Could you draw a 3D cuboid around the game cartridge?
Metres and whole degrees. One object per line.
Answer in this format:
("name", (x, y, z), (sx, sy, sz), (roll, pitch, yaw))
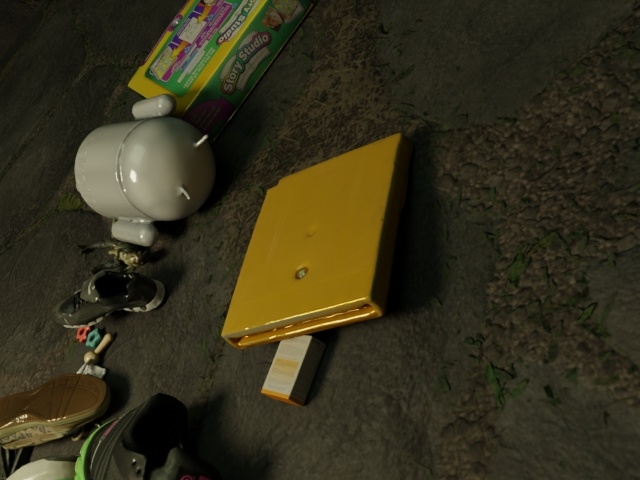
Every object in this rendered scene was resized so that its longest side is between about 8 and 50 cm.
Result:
("game cartridge", (0.000, 0.000, 1.235), (0.285, 0.052, 0.323), (-17, 42, 35))

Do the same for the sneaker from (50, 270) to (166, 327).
("sneaker", (-0.415, 0.102, 1.488), (0.235, 0.106, 0.078), (-13, 60, 15))

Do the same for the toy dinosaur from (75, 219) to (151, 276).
("toy dinosaur", (-0.429, 0.022, 1.636), (0.118, 0.064, 0.268), (-29, 33, -16))

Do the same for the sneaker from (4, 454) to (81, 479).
("sneaker", (-0.530, 0.511, 1.273), (0.410, 0.158, 0.182), (-33, 44, 4))

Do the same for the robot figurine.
("robot figurine", (-0.345, -0.138, 1.570), (0.354, 0.200, 0.299), (2, 86, 45))

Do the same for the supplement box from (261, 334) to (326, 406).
("supplement box", (-0.039, 0.188, 1.169), (0.062, 0.036, 0.098), (3, 64, 46))

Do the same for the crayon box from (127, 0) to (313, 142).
("crayon box", (-0.228, -0.421, 1.737), (0.362, 0.106, 0.313), (-54, 41, 0))

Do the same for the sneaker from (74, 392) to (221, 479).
("sneaker", (-0.221, 0.397, 1.081), (0.202, 0.185, 0.482), (-46, 41, 14))

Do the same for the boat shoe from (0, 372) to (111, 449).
("boat shoe", (-0.495, 0.320, 1.467), (0.285, 0.089, 0.104), (-15, 41, 21))

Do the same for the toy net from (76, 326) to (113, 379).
("toy net", (-0.456, 0.200, 1.554), (0.122, 0.045, 0.232), (-21, 50, 32))

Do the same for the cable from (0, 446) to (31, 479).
("cable", (-0.598, 0.465, 1.481), (0.140, 0.072, 0.287), (-9, 56, 34))
